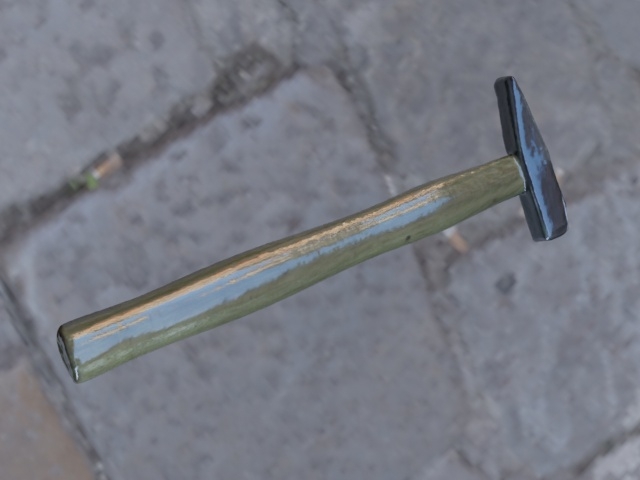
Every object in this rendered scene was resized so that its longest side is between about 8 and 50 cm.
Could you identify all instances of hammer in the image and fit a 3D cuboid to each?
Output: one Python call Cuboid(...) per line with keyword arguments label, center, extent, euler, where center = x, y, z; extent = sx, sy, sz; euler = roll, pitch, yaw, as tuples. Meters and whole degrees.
Cuboid(label="hammer", center=(0.000, 0.000, 0.596), extent=(0.199, 0.013, 0.062), euler=(-22, 100, -28))
